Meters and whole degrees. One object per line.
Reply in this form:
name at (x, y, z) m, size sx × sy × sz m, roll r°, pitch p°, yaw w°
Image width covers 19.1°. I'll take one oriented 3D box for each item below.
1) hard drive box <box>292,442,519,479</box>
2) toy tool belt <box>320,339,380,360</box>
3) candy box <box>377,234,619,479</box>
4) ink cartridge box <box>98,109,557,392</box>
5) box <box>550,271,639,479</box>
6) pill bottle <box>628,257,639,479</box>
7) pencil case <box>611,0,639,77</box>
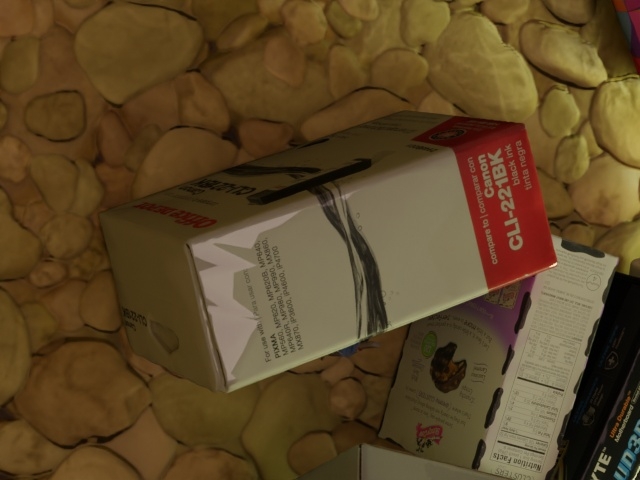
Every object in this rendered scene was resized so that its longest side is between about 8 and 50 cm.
hard drive box at (0.043, 0.240, 1.414) m, size 0.181 × 0.232 × 0.089 m, roll 16°, pitch 59°, yaw -26°
toy tool belt at (0.003, 0.066, 1.474) m, size 0.083 × 0.051 × 0.052 m, roll 20°, pitch 89°, yaw -26°
candy box at (0.134, 0.086, 1.475) m, size 0.070 × 0.165 × 0.196 m, roll 17°, pitch 91°, yaw -25°
ink cartridge box at (0.000, 0.000, 1.382) m, size 0.273 × 0.197 × 0.114 m, roll -21°, pitch 105°, yaw -21°
box at (0.197, 0.129, 1.506) m, size 0.051 × 0.175 × 0.220 m, roll 26°, pitch 87°, yaw -27°
pill bottle at (0.311, 0.162, 1.572) m, size 0.161 × 0.161 × 0.283 m, roll 1°, pitch 98°, yaw -25°
pencil case at (0.281, -0.212, 1.537) m, size 0.104 × 0.104 × 0.236 m, roll -32°, pitch 110°, yaw -17°
